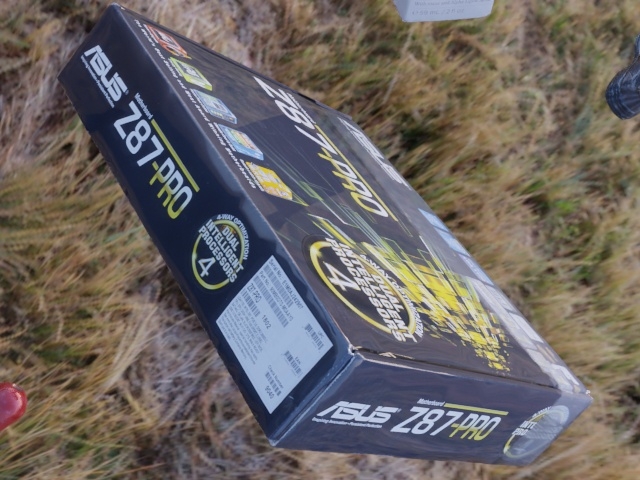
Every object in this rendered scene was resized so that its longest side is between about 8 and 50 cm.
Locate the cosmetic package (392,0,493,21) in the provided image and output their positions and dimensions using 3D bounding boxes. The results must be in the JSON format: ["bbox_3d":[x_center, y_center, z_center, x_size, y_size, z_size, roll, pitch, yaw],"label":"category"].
[{"bbox_3d":[0.153,-0.365,1.183,0.117,0.231,0.085,-8,52,-14],"label":"cosmetic package"}]

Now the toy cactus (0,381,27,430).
[{"bbox_3d":[-0.260,0.104,0.476,0.219,0.112,0.180,23,103,-46],"label":"toy cactus"}]

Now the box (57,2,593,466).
[{"bbox_3d":[0.000,0.000,0.839,0.318,0.097,0.395,21,26,-48],"label":"box"}]

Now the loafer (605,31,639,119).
[{"bbox_3d":[0.388,-0.204,1.189,0.062,0.061,0.170,43,63,-18],"label":"loafer"}]
